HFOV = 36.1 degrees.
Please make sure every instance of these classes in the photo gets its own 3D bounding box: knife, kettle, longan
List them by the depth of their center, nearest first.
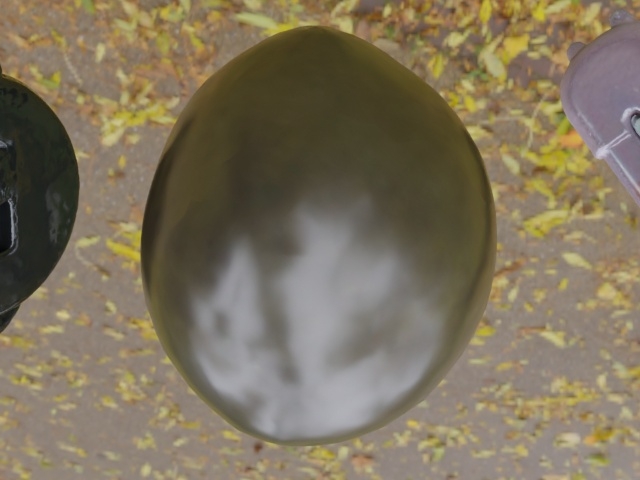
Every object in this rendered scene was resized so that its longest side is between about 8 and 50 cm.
[{"bbox_3d":[0.000,0.000,0.501,0.198,0.212,0.198,11,178,0],"label":"longan"},{"bbox_3d":[0.284,0.013,0.669,0.132,0.399,0.038,-36,159,18],"label":"knife"},{"bbox_3d":[-0.340,-0.085,0.752,0.308,0.262,0.203,13,171,33],"label":"kettle"}]
